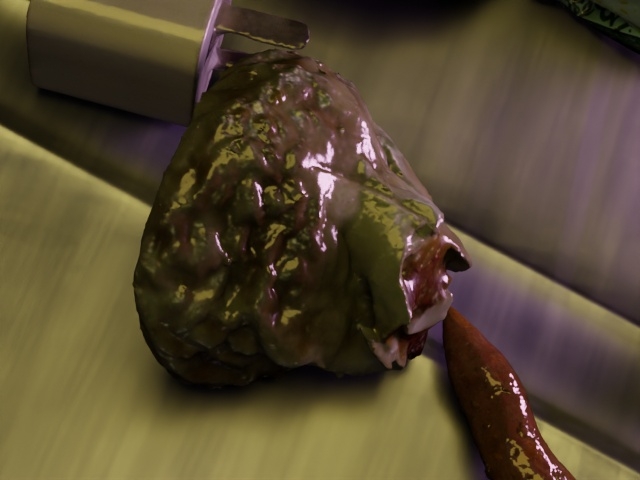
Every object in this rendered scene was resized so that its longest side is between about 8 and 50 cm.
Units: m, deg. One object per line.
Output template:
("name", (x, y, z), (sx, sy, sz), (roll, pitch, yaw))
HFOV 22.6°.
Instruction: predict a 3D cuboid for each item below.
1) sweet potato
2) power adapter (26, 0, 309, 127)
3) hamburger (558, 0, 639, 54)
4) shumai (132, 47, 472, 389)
("sweet potato", (0.136, 0.140, 1.164), (0.065, 0.051, 0.218), (1, 55, -56))
("power adapter", (-0.109, -0.164, 1.231), (0.205, 0.130, 0.125), (15, 64, -2))
("hamburger", (0.312, -0.255, 1.327), (0.235, 0.125, 0.214), (27, 75, 21))
("shumai", (-0.002, -0.001, 1.138), (0.218, 0.189, 0.255), (23, 76, 3))
